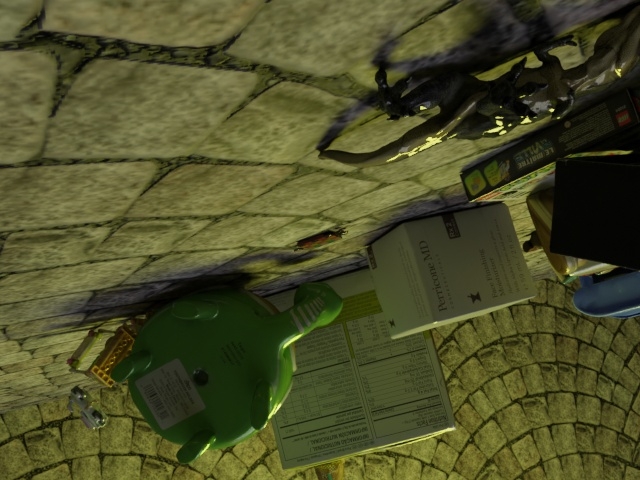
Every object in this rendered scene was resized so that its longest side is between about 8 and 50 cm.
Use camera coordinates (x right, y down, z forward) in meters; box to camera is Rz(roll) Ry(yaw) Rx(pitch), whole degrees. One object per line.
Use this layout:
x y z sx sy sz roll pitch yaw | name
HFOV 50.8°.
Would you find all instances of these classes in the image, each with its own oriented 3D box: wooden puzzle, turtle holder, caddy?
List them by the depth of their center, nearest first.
0.000 0.000 0.909 0.083 0.006 0.049 -19 168 17 | wooden puzzle
-0.142 0.163 1.057 0.320 0.243 0.227 -61 172 13 | turtle holder
0.820 0.077 1.789 0.179 0.241 0.341 -1 163 -36 | caddy

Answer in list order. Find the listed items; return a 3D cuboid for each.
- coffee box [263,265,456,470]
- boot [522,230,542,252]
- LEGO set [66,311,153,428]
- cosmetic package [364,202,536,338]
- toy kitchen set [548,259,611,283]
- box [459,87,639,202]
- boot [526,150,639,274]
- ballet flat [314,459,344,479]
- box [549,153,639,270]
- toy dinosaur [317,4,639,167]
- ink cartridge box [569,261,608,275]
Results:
0.075 0.255 1.409 0.338 0.334 0.337 -17 169 7 | coffee box
0.508 -0.013 1.459 0.114 0.037 0.106 -15 168 -17 | boot
-0.319 0.184 1.146 0.107 0.132 0.287 -3 -157 40 | LEGO set
0.192 0.047 1.025 0.184 0.151 0.151 -12 168 -23 | cosmetic package
0.554 0.046 1.434 0.207 0.122 0.166 -4 142 -50 | toy kitchen set
0.266 -0.095 0.723 0.114 0.036 0.207 -5 165 -41 | box
0.369 -0.048 0.840 0.203 0.095 0.262 -20 -174 19 | boot
0.019 0.481 1.415 0.073 0.067 0.206 -13 169 4 | ballet flat
0.383 -0.032 0.660 0.261 0.103 0.184 -7 -164 -34 | box
0.101 -0.093 0.464 0.268 0.064 0.118 -16 176 22 | toy dinosaur
0.575 -0.040 1.166 0.306 0.131 0.226 -22 167 24 | ink cartridge box
